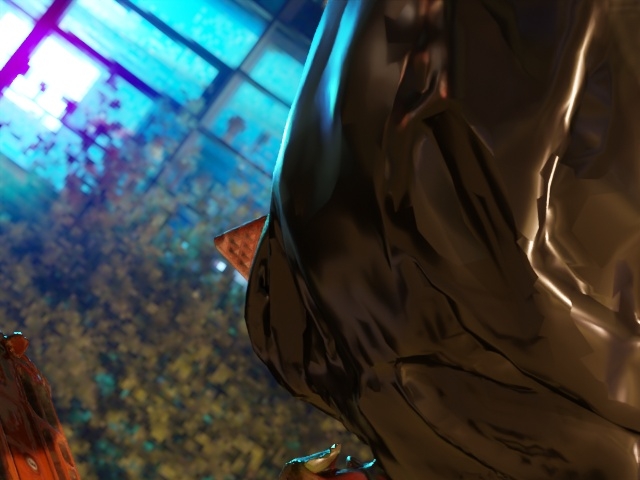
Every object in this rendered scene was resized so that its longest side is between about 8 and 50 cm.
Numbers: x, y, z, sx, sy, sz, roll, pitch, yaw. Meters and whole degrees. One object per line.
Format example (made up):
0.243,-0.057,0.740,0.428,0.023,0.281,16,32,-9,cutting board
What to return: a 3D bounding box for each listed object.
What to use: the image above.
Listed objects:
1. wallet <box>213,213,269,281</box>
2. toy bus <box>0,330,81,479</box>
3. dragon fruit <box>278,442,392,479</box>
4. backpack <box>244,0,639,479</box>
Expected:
0.000,0.000,1.338,0.196,0.020,0.103,-21,-54,30,wallet
-0.219,0.151,0.814,0.153,0.143,0.329,45,10,-50,toy bus
-0.017,0.235,0.920,0.269,0.200,0.198,11,-5,-31,dragon fruit
0.203,-0.014,0.485,0.445,0.363,0.255,29,-18,-17,backpack
